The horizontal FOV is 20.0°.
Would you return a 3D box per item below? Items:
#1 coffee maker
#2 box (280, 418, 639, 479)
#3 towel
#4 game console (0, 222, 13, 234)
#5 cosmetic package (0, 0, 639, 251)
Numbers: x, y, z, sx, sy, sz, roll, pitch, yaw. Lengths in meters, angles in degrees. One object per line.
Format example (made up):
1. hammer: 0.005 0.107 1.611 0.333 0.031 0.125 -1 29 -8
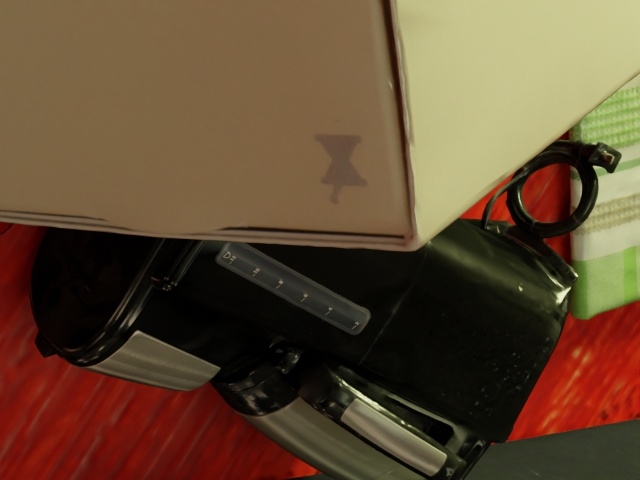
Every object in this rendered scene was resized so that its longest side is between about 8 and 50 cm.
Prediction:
1. coffee maker: 0.000 0.000 0.700 0.178 0.120 0.171 32 73 -36
2. box: 0.066 0.267 0.774 0.343 0.179 0.313 -6 108 -32
3. towel: 0.158 -0.047 0.847 0.113 0.023 0.152 -13 112 -28
4. game console: -0.170 -0.066 0.624 0.144 0.085 0.124 -6 75 -33
5. cosmetic package: 0.027 -0.105 0.583 0.309 0.160 0.113 -35 124 -54
